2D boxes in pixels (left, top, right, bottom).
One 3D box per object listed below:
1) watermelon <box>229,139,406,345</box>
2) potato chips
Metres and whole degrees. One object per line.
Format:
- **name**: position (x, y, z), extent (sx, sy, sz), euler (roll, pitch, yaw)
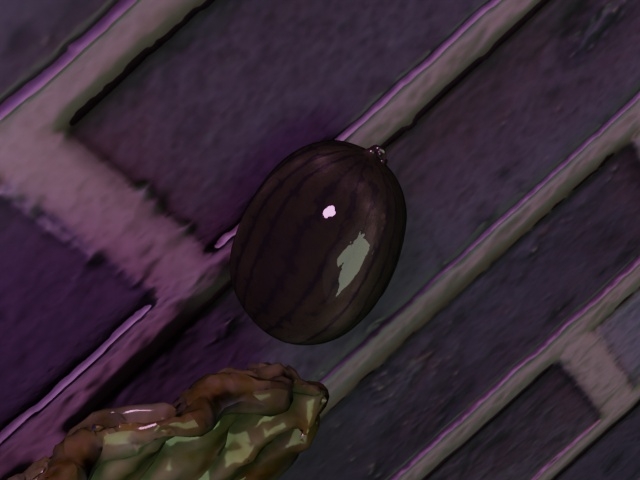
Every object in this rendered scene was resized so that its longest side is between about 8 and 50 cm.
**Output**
- **watermelon**: position (0.000, 0.000, 0.787), extent (0.078, 0.078, 0.111), euler (-5, 130, -44)
- **potato chips**: position (-0.175, 0.175, 0.777), extent (0.429, 0.070, 0.358), euler (-36, 164, 13)
